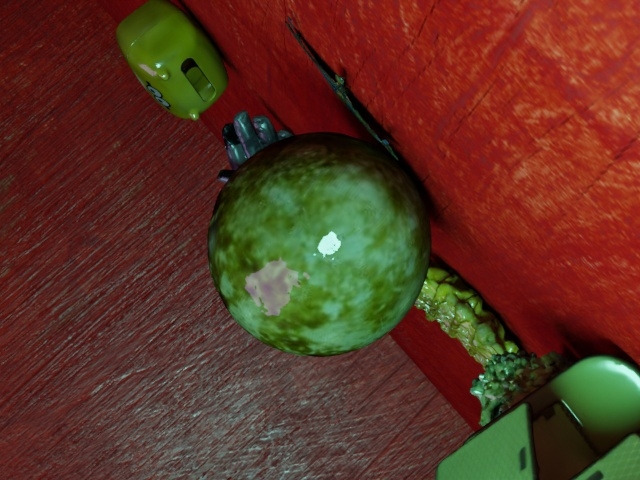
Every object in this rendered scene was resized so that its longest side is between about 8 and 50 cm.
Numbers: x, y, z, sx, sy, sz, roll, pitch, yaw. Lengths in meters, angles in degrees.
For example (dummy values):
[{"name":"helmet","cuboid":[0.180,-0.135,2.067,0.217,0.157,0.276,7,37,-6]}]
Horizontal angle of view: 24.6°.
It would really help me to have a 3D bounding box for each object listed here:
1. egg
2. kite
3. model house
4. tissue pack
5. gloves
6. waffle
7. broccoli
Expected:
[{"name":"egg","cuboid":[0.000,0.000,1.547,0.238,0.238,0.289,48,165,9]},{"name":"kite","cuboid":[0.024,-0.150,1.476,0.183,0.010,0.160,52,180,7]},{"name":"model house","cuboid":[0.182,0.251,1.201,0.205,0.218,0.278,52,-148,7]},{"name":"tissue pack","cuboid":[-0.215,-0.266,2.195,0.127,0.123,0.178,46,175,34]},{"name":"gloves","cuboid":[-0.048,-0.075,2.215,0.285,0.142,0.119,49,149,8]},{"name":"waffle","cuboid":[0.201,0.125,1.850,0.238,0.059,0.243,51,174,-40]},{"name":"broccoli","cuboid":[0.239,0.221,1.418,0.176,0.226,0.198,6,169,-9]}]
